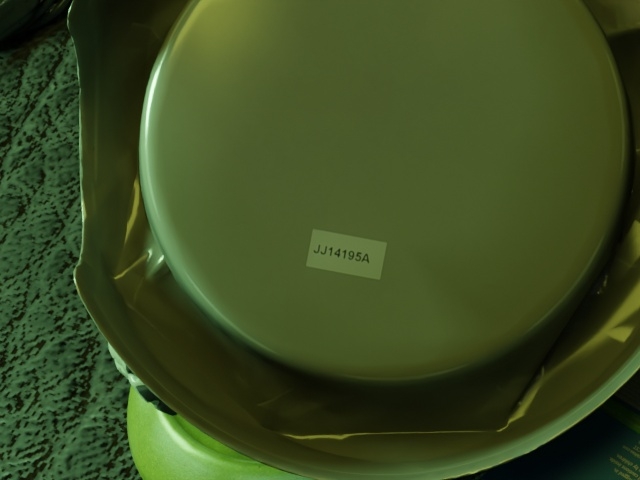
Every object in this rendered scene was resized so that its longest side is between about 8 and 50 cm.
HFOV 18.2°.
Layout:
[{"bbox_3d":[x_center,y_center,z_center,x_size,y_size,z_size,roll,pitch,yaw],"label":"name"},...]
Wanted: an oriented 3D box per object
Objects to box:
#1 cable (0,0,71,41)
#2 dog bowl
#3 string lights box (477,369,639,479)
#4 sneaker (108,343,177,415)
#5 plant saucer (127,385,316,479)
[{"bbox_3d":[-0.254,-0.207,1.550,0.184,0.047,0.150,-41,42,-13],"label":"cable"},{"bbox_3d":[0.034,-0.047,1.049,0.348,0.102,0.349,0,85,4],"label":"dog bowl"},{"bbox_3d":[0.143,0.164,1.023,0.259,0.077,0.133,-41,47,-17],"label":"string lights box"},{"bbox_3d":[0.000,0.000,1.166,0.275,0.107,0.110,-23,32,-2],"label":"sneaker"},{"bbox_3d":[-0.009,0.071,1.198,0.241,0.037,0.241,-11,47,12],"label":"plant saucer"}]
